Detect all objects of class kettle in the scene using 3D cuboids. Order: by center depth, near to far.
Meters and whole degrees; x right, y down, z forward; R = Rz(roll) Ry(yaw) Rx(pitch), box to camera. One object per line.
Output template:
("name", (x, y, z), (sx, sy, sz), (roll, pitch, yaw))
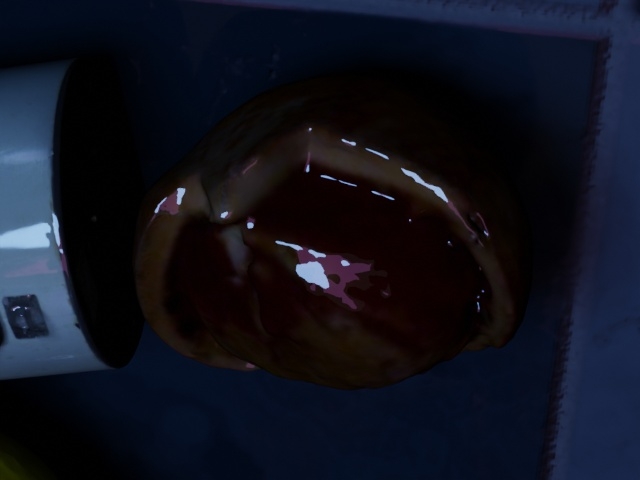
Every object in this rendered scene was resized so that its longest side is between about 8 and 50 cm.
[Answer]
("kettle", (-0.226, 0.015, 1.002), (0.236, 0.221, 0.161), (-5, 129, 9))

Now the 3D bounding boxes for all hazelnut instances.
("hazelnut", (0.004, 0.005, 1.004), (0.201, 0.160, 0.170), (-30, 112, 14))

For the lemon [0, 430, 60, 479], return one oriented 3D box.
("lemon", (-0.269, 0.243, 1.072), (0.348, 0.348, 0.348), (3, 118, 6))
